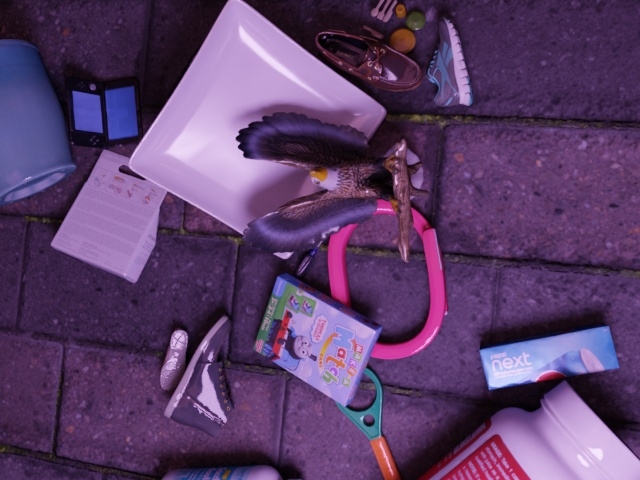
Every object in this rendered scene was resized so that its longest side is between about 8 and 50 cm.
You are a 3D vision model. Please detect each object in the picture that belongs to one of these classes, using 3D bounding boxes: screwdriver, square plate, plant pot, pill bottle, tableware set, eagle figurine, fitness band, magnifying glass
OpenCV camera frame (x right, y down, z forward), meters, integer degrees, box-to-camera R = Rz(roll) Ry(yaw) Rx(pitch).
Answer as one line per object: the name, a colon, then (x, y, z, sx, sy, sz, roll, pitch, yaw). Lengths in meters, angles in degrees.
screwdriver: (0.000, 0.000, 1.191, 0.025, 0.024, 0.170, 31, 89, 43)
square plate: (-0.108, -0.189, 1.134, 0.347, 0.049, 0.344, 32, 98, -22)
plant pot: (-0.634, -0.217, 1.251, 0.271, 0.271, 0.255, -26, 95, 12)
pill bottle: (0.291, 0.417, 0.984, 0.407, 0.229, 0.229, -44, 78, 9)
tableware set: (0.124, -0.373, 1.173, 0.104, 0.024, 0.154, 31, 94, 11)
eagle figurine: (0.017, -0.099, 1.060, 0.298, 0.225, 0.226, 1, 56, 32)
pill bottle: (-0.160, 0.489, 1.143, 0.263, 0.146, 0.146, -8, 85, 14)
fitness band: (0.120, 0.068, 1.140, 0.208, 0.054, 0.291, -8, 84, 17)
magnifying glass: (0.094, 0.338, 1.148, 0.092, 0.026, 0.231, -24, 80, 12)

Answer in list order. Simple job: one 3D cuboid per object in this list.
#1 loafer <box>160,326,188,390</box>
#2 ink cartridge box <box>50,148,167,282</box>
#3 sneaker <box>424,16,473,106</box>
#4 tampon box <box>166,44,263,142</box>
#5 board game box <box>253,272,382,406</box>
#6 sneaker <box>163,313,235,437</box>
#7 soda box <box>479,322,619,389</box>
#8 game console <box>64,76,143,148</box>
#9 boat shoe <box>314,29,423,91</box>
loafer: (-0.290, 0.234, 1.249, 0.045, 0.039, 0.125, 13, 94, -18)
ink cartridge box: (-0.418, -0.052, 1.296, 0.189, 0.066, 0.233, 20, 72, 15)
sneaker: (0.221, -0.317, 1.125, 0.076, 0.065, 0.167, -13, 83, 18)
tampon box: (-0.186, -0.271, 1.207, 0.161, 0.101, 0.120, 37, 97, 13)
board game box: (-0.010, 0.178, 1.141, 0.211, 0.039, 0.160, 27, 109, 22)
sneaker: (-0.199, 0.260, 1.209, 0.118, 0.083, 0.222, 28, 88, -5)
soda box: (0.380, 0.195, 1.055, 0.210, 0.067, 0.071, -14, 84, 14)
game console: (-0.445, -0.268, 1.287, 0.085, 0.124, 0.144, -10, 84, 41)
boat shoe: (0.085, -0.326, 1.131, 0.206, 0.073, 0.073, 19, 91, 10)
